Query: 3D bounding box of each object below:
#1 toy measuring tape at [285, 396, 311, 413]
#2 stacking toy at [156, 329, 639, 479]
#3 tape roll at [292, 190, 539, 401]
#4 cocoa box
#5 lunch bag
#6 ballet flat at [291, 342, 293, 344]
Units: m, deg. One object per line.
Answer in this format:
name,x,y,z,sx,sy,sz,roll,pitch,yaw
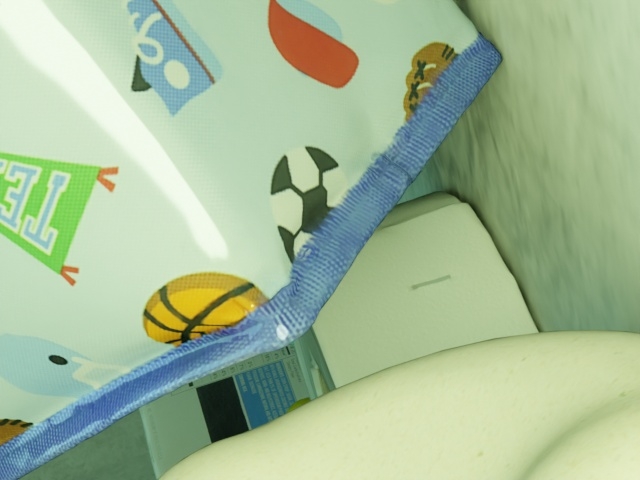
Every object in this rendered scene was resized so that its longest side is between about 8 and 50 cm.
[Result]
toy measuring tape,0.088,0.234,1.131,0.330,0.121,0.121,53,178,-9
stacking toy,0.101,0.295,0.465,0.480,0.350,0.350,53,-179,-20
tape roll,0.064,0.119,0.847,0.286,0.100,0.286,162,90,-85
cocoa box,-0.031,0.256,1.615,0.231,0.227,0.347,-114,8,-53
lunch bag,-0.187,-0.063,0.659,0.385,0.239,0.328,-27,106,44
ballet flat,0.000,0.000,1.206,0.342,0.116,0.124,-119,31,-83
